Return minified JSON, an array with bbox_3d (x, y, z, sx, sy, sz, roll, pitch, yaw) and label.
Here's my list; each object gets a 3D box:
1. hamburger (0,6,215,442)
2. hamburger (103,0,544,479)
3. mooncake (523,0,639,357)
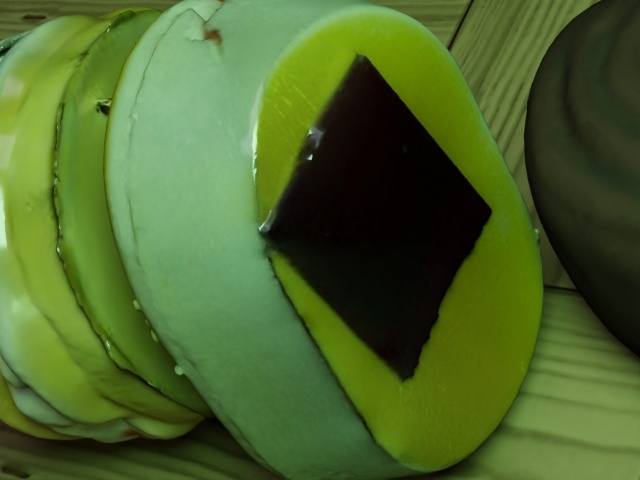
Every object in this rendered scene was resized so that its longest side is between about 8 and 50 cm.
[{"bbox_3d":[-0.150,-0.004,0.966,0.236,0.276,0.276,-9,49,35],"label":"hamburger"},{"bbox_3d":[0.000,0.000,0.853,0.151,0.295,0.227,5,43,40],"label":"hamburger"},{"bbox_3d":[0.289,-0.061,0.833,0.334,0.174,0.326,-44,43,-8],"label":"mooncake"}]
